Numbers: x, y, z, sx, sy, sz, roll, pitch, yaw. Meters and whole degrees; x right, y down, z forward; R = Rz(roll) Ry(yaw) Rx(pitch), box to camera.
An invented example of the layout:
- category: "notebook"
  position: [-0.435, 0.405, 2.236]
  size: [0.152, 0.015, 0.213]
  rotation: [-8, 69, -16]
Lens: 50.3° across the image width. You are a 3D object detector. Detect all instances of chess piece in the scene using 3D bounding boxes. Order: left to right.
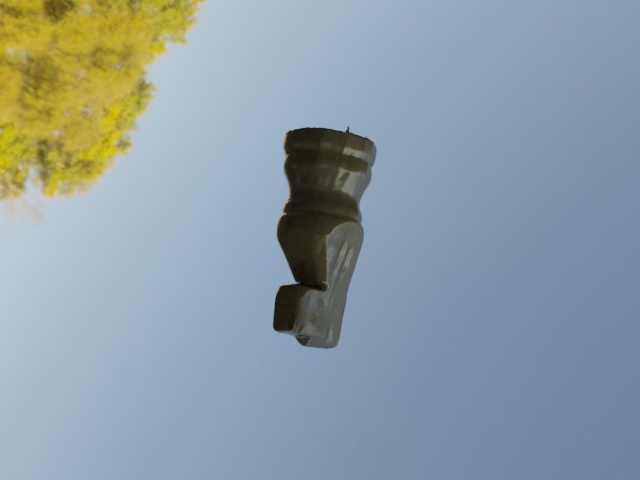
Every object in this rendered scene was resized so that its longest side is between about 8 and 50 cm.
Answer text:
- category: "chess piece"
  position: [0.000, 0.000, 0.957]
  size: [0.137, 0.137, 0.300]
  rotation: [-3, -101, 50]
